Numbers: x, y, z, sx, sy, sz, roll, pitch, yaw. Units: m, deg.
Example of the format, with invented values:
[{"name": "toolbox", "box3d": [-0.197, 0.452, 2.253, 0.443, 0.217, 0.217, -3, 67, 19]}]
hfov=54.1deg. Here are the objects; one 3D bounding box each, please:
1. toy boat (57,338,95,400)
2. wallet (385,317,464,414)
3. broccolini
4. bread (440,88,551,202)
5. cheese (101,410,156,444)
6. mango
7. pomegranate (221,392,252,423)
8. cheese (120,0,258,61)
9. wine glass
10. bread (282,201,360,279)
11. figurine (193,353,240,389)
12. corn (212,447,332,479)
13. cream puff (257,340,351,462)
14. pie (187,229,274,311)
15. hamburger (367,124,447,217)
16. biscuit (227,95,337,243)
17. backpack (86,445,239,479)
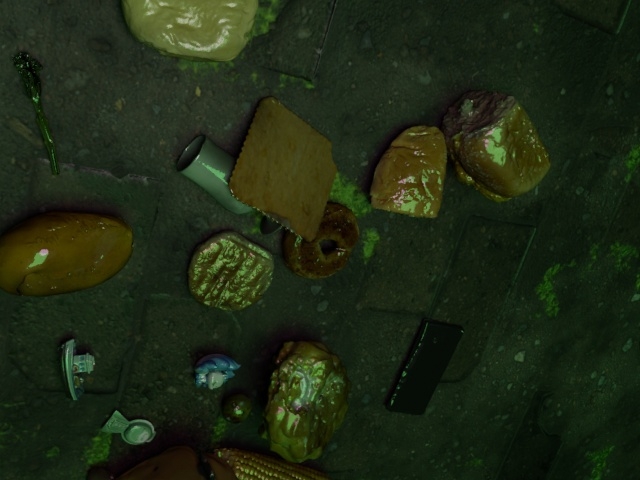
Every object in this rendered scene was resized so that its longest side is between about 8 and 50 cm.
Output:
[{"name": "toy boat", "box3d": [-0.495, 0.262, 1.280, 0.066, 0.059, 0.140, -5, 113, -10]}, {"name": "wallet", "box3d": [0.282, 0.349, 1.697, 0.145, 0.030, 0.286, 14, 105, -33]}, {"name": "broccolini", "box3d": [-0.490, -0.216, 1.090, 0.042, 0.044, 0.218, -20, 126, -33]}, {"name": "bread", "box3d": [0.368, -0.208, 1.391, 0.176, 0.195, 0.246, -45, 121, -8]}, {"name": "cheese", "box3d": [-0.424, 0.424, 1.406, 0.120, 0.026, 0.067, 35, 94, -32]}, {"name": "mango", "box3d": [-0.465, 0.018, 1.137, 0.248, 0.156, 0.151, -13, 81, -20]}, {"name": "pomegranate", "box3d": [-0.199, 0.402, 1.479, 0.073, 0.073, 0.085, -1, 128, -25]}, {"name": "cheese", "box3d": [-0.221, -0.418, 1.075, 0.225, 0.117, 0.214, 10, 102, -23]}, {"name": "wine glass", "box3d": [-0.168, -0.109, 1.243, 0.231, 0.103, 0.103, 36, 94, -30]}, {"name": "bread", "box3d": [0.000, 0.000, 1.395, 0.193, 0.064, 0.194, -14, 121, -25]}, {"name": "figurine", "box3d": [-0.230, 0.294, 1.406, 0.114, 0.079, 0.114, -11, 141, -9]}, {"name": "corn", "box3d": [-0.110, 0.620, 1.573, 0.387, 0.144, 0.144, 30, 98, -34]}, {"name": "cream puff", "box3d": [-0.058, 0.361, 1.454, 0.281, 0.185, 0.282, -21, 117, -49]}, {"name": "pie", "box3d": [-0.196, 0.072, 1.344, 0.195, 0.046, 0.195, -10, 114, -22]}, {"name": "hamburger", "box3d": [0.200, -0.154, 1.373, 0.155, 0.135, 0.208, 9, 106, -30]}, {"name": "biscuit", "box3d": [-0.063, -0.142, 1.260, 0.232, 0.013, 0.237, 32, 65, -33]}, {"name": "backpack", "box3d": [-0.347, 0.615, 1.355, 0.378, 0.353, 0.201, -46, 136, 0]}]
